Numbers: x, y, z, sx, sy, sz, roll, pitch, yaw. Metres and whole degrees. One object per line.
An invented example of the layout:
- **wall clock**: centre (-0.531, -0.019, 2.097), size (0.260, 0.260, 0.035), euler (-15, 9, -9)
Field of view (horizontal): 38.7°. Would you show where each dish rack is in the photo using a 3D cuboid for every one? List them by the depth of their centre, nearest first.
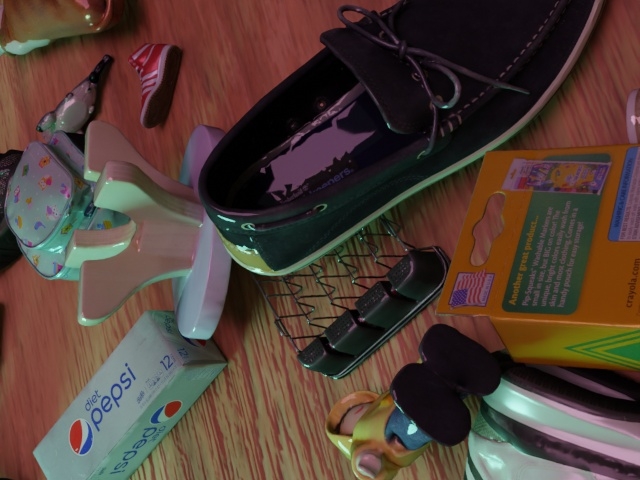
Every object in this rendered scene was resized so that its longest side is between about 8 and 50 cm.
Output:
- **dish rack**: centre (0.000, 0.000, 1.063), size (0.208, 0.074, 0.272), euler (-44, 63, 21)

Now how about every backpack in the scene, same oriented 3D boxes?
- **backpack**: centre (-0.343, -0.038, 1.248), size (0.166, 0.144, 0.188), euler (40, 117, 34)

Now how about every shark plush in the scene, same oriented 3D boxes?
- **shark plush**: centre (-0.363, -0.207, 1.331), size (0.161, 0.073, 0.067), euler (-62, 28, 18)

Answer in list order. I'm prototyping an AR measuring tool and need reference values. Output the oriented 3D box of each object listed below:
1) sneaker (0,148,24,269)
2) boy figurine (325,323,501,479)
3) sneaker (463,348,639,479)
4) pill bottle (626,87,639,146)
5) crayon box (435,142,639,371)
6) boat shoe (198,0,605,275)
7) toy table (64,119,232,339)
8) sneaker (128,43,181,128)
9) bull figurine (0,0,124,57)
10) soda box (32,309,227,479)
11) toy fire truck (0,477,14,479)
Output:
- **sneaker**: centre (-0.492, -0.047, 1.383), size (0.227, 0.087, 0.130), euler (-49, 60, 16)
- **boy figurine**: centre (0.083, 0.167, 0.920), size (0.092, 0.285, 0.177), euler (39, 66, 1)
- **sneaker**: centre (0.315, 0.287, 0.799), size (0.447, 0.169, 0.258), euler (22, 107, 41)
- **pill bottle**: centre (0.350, -0.114, 0.842), size (0.120, 0.067, 0.067), euler (-3, 84, 33)
- **crayon box**: centre (0.286, 0.011, 0.811), size (0.322, 0.083, 0.203), euler (1, 54, 33)
- **boat shoe**: centre (0.081, -0.153, 0.928), size (0.500, 0.156, 0.187), euler (-38, 62, 6)
- **toy table**: centre (-0.206, -0.021, 1.097), size (0.252, 0.160, 0.274), euler (125, 144, -47)
- **sneaker**: centre (-0.237, -0.215, 1.253), size (0.067, 0.042, 0.119), euler (17, 87, 29)
- **bull figurine**: centre (-0.397, -0.363, 1.336), size (0.310, 0.101, 0.189), euler (4, 86, 34)
- **soda box**: centre (-0.252, 0.220, 1.194), size (0.286, 0.091, 0.098), euler (-50, 62, 20)
- **toy fire truck**: centre (-0.566, 0.343, 1.331), size (0.246, 0.217, 0.159), euler (31, 104, 46)
